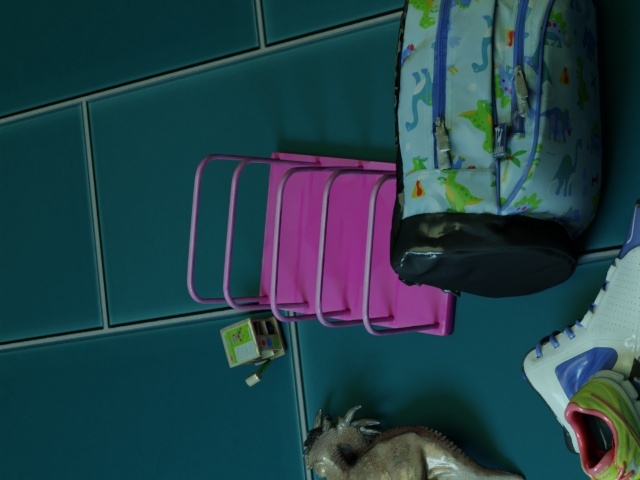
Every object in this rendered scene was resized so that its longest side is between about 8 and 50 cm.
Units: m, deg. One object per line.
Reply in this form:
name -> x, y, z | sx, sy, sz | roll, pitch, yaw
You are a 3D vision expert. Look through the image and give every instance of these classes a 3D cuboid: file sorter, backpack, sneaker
file sorter -> 0.000, 0.000, 2.112 | 0.290, 0.182, 0.202 | 7, 94, 37
backpack -> 0.195, -0.139, 1.930 | 0.273, 0.290, 0.356 | -20, 71, 27
sneaker -> 0.312, 0.107, 1.909 | 0.182, 0.127, 0.316 | 8, 96, 35
sneaker -> 0.314, 0.242, 1.803 | 0.081, 0.094, 0.208 | -38, 77, 39

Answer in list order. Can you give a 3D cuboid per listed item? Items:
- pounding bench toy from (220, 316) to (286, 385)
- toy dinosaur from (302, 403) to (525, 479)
pounding bench toy -> -0.080, 0.146, 2.244 | 0.052, 0.065, 0.083 | -24, 75, 34
toy dinosaur -> 0.086, 0.272, 2.088 | 0.295, 0.127, 0.200 | -20, 71, 30
